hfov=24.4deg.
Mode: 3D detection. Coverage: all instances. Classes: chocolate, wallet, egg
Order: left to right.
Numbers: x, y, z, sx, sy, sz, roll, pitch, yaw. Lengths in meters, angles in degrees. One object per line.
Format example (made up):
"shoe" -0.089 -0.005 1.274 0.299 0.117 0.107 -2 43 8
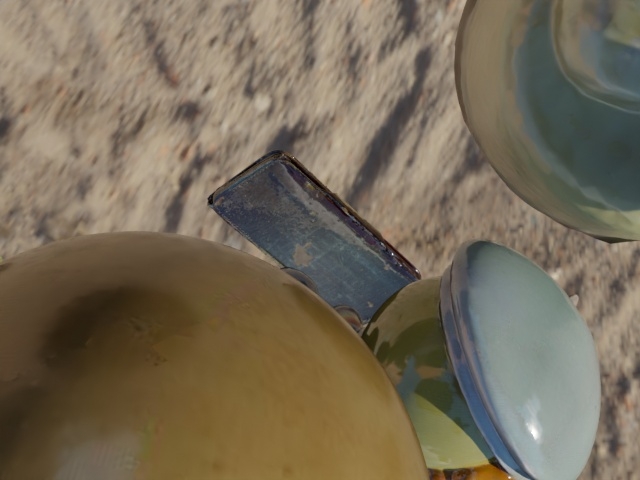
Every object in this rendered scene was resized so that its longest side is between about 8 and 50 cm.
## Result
"egg" -0.096 0.171 0.691 0.301 0.374 0.301 4 145 3
"wallet" 0.000 0.000 1.566 0.122 0.031 0.232 -31 119 34
"chocolate" 0.292 -0.144 1.223 0.326 0.297 0.314 -10 97 -8

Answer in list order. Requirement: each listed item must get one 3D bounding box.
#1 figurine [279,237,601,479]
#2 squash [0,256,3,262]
"figurine" 0.042 0.100 1.223 0.382 0.224 0.205 3 134 3
"squash" -0.380 0.102 1.666 0.083 0.250 0.083 -12 142 -10
